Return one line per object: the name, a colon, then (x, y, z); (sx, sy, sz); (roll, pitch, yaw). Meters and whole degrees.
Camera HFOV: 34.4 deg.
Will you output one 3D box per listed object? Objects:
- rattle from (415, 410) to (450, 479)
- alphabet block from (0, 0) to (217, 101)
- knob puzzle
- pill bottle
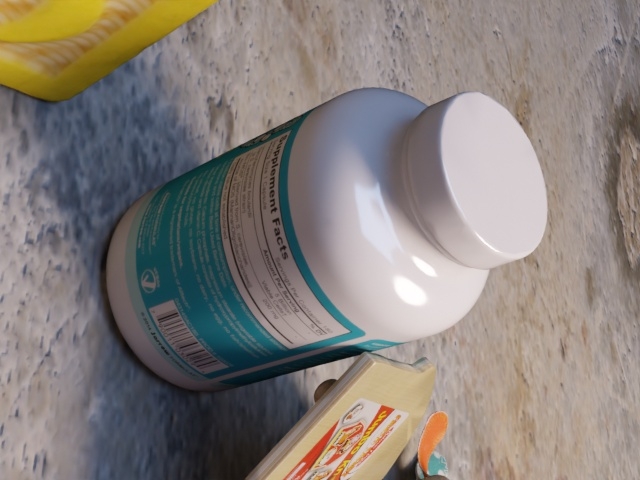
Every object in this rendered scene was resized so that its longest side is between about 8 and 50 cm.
rattle: (0.056, 0.239, 0.762); (0.130, 0.142, 0.200); (56, 14, -64)
alphabet block: (-0.174, -0.222, 0.583); (0.193, 0.192, 0.197); (17, 64, -40)
knob puzzle: (-0.001, 0.141, 0.660); (0.030, 0.213, 0.213); (44, 35, 25)
pill bottle: (0.000, 0.000, 0.620); (0.146, 0.264, 0.146); (20, 61, -41)
